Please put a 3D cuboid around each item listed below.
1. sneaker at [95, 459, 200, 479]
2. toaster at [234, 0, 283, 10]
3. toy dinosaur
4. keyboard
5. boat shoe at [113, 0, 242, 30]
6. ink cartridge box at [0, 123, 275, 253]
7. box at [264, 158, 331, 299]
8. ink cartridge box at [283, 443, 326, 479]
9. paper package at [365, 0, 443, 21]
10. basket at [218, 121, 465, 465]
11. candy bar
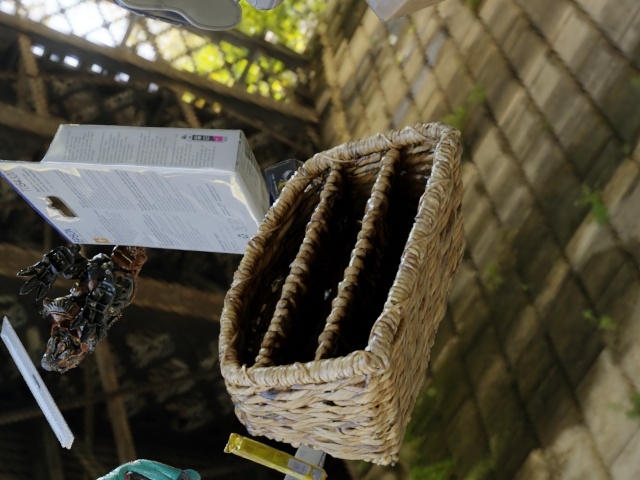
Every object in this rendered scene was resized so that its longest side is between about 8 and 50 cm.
[{"bbox_3d":[-0.249,0.478,1.952,0.295,0.124,0.178,42,-120,5],"label":"sneaker"},{"bbox_3d":[-0.056,-0.429,1.609,0.129,0.146,0.227,35,-113,-2],"label":"toaster"},{"bbox_3d":[-0.375,0.075,1.910,0.164,0.322,0.218,15,-178,13],"label":"toy dinosaur"},{"bbox_3d":[-0.507,0.255,2.073,0.014,0.072,0.256,-24,-106,-34],"label":"keyboard"},{"bbox_3d":[-0.218,-0.360,1.743,0.206,0.075,0.065,7,180,-30],"label":"boat shoe"},{"bbox_3d":[-0.236,-0.067,1.596,0.330,0.071,0.324,5,162,9],"label":"ink cartridge box"},{"bbox_3d":[0.000,0.000,1.826,0.183,0.056,0.231,17,-123,-64],"label":"box"},{"bbox_3d":[-0.036,0.408,1.881,0.046,0.097,0.207,14,-158,7],"label":"ink cartridge box"},{"bbox_3d":[0.227,-0.483,1.626,0.309,0.325,0.168,-26,-96,-33],"label":"paper package"},{"bbox_3d":[0.011,0.035,1.159,0.213,0.223,0.299,12,-122,16],"label":"basket"},{"bbox_3d":[-0.067,0.335,1.764,0.161,0.018,0.040,21,-142,4],"label":"candy bar"}]
